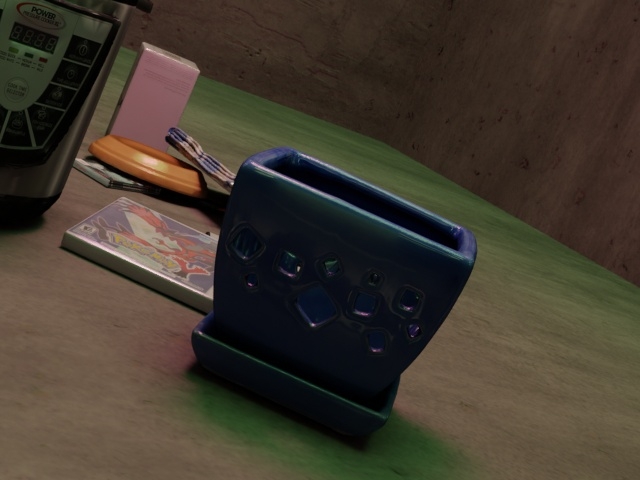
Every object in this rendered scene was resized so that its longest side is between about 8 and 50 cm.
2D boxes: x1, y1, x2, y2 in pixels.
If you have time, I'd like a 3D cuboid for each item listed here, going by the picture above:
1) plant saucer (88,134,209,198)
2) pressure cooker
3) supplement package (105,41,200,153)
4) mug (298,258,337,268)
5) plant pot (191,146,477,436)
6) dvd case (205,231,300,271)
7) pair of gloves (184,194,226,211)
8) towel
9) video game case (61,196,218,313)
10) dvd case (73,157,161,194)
[{"bbox_3d":[-0.265,-0.120,1.878,0.200,0.037,0.200,22,6,-2],"label":"plant saucer"},{"bbox_3d":[-0.402,-0.272,1.332,0.375,0.420,0.370,24,9,-1],"label":"pressure cooker"},{"bbox_3d":[-0.294,-0.239,2.080,0.105,0.179,0.105,21,10,-16],"label":"supplement package"},{"bbox_3d":[-0.008,-0.004,1.758,0.129,0.097,0.158,23,11,-5],"label":"mug"},{"bbox_3d":[0.008,0.051,1.189,0.236,0.212,0.236,24,11,3],"label":"plant pot"},{"bbox_3d":[-0.035,0.061,1.575,0.253,0.022,0.180,22,10,-12],"label":"dvd case"},{"bbox_3d":[-0.182,-0.061,1.897,0.074,0.010,0.083,21,7,-11],"label":"pair of gloves"},{"bbox_3d":[-0.126,-0.083,1.924,0.209,0.034,0.285,39,-1,-37],"label":"towel"},{"bbox_3d":[-0.180,0.015,1.412,0.201,0.023,0.183,24,18,5],"label":"video game case"},{"bbox_3d":[-0.307,-0.096,1.795,0.087,0.013,0.119,29,10,29],"label":"dvd case"}]
